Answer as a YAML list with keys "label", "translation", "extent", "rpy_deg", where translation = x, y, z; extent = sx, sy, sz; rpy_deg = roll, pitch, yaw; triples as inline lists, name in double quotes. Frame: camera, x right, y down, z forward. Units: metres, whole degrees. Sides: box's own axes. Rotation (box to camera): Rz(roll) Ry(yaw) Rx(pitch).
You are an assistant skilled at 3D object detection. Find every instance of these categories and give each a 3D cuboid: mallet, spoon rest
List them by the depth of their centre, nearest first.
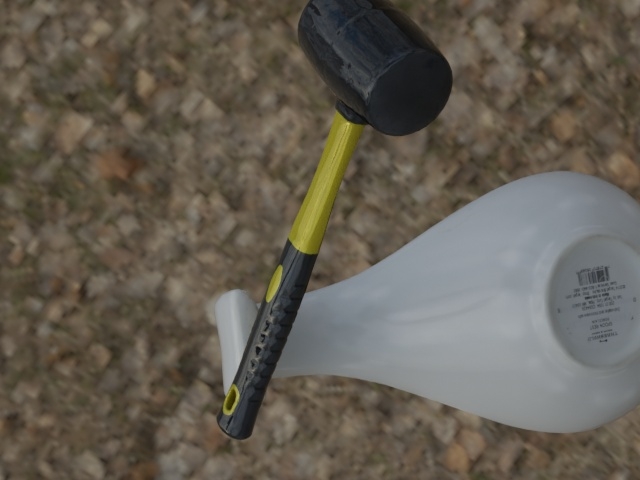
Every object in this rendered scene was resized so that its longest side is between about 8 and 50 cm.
- label: "mallet"
  translation: [0.000, 0.000, 0.645]
  extent: [0.062, 0.039, 0.190]
  rpy_deg: [41, 121, 50]
- label: "spoon rest"
  translation: [0.067, 0.037, 0.865]
  extent: [0.084, 0.276, 0.137]
  rpy_deg: [-7, 88, 62]
